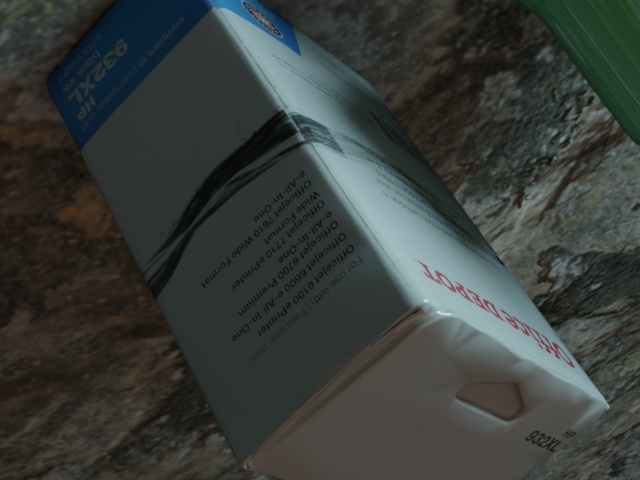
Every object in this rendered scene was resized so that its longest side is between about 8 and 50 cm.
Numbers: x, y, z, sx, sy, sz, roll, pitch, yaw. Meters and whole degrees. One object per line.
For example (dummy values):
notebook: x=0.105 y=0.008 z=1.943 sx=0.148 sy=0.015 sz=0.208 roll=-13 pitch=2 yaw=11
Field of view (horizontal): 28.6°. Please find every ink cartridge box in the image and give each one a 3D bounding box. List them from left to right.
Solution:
ink cartridge box: x=0.000 y=0.000 z=0.741 sx=0.129 sy=0.307 sz=0.223 roll=-43 pitch=142 yaw=14

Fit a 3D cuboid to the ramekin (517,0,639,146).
ramekin: x=0.276 y=-0.181 z=0.754 sx=0.303 sy=0.148 sz=0.303 roll=-31 pitch=177 yaw=-2
